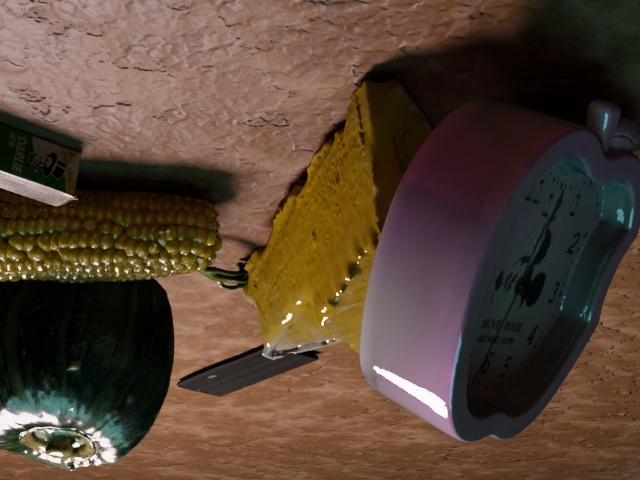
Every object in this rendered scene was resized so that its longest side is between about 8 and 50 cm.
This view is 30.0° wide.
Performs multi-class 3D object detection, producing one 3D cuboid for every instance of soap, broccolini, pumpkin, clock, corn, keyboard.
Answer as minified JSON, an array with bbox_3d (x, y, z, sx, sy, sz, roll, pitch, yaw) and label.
[{"bbox_3d":[0.000,0.000,1.210,0.305,0.169,0.338,-17,152,16],"label":"soap"},{"bbox_3d":[-0.132,0.023,1.415,0.194,0.052,0.054,20,146,-37],"label":"broccolini"},{"bbox_3d":[-0.334,0.114,1.391,0.293,0.263,0.197,-12,147,35],"label":"pumpkin"},{"bbox_3d":[0.171,0.016,1.078,0.102,0.338,0.338,26,171,31],"label":"clock"},{"bbox_3d":[-0.265,-0.006,1.286,0.318,0.115,0.115,3,157,-5],"label":"corn"},{"bbox_3d":[-0.153,0.229,1.929,0.104,0.041,0.381,19,145,-34],"label":"keyboard"}]

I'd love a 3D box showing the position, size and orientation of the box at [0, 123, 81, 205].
[{"bbox_3d":[-0.332,-0.089,1.162,0.207,0.049,0.041,20,154,-37],"label":"box"}]
